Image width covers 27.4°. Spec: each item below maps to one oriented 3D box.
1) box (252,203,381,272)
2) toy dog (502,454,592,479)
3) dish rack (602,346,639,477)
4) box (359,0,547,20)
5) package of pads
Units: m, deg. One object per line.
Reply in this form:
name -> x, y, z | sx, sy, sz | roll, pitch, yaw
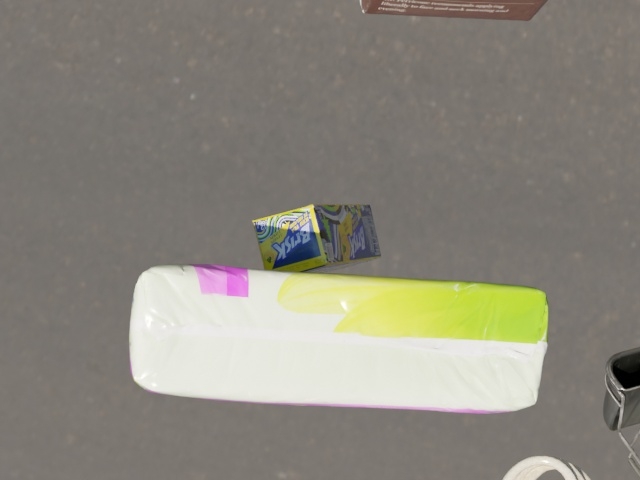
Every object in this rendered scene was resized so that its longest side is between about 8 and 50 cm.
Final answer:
box -> 0.000, 0.000, 1.154 | 0.059, 0.169, 0.054 | -15, 86, 18
toy dog -> 0.165, 0.359, 1.116 | 0.220, 0.334, 0.161 | -17, 161, 7
dish rack -> 0.377, 0.193, 1.086 | 0.208, 0.271, 0.074 | -12, 136, -21
box -> 0.132, -0.304, 1.100 | 0.168, 0.167, 0.203 | 1, 163, -16
package of pads -> 0.001, 0.079, 1.015 | 0.296, 0.101, 0.229 | 4, 174, -8
